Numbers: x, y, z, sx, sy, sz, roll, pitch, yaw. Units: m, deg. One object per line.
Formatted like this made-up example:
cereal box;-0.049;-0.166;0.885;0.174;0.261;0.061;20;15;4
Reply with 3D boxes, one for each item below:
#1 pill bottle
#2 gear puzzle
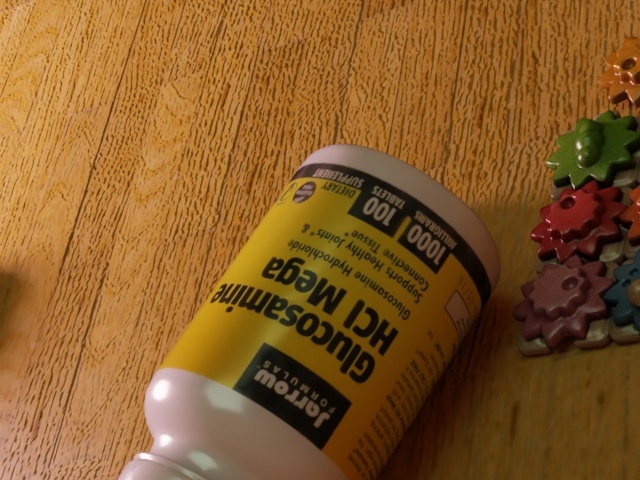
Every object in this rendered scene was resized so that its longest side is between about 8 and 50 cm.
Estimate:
pill bottle;-0.016;0.104;1.389;0.188;0.188;0.334;11;59;44
gear puzzle;0.256;-0.060;1.455;0.175;0.044;0.339;-10;46;32
